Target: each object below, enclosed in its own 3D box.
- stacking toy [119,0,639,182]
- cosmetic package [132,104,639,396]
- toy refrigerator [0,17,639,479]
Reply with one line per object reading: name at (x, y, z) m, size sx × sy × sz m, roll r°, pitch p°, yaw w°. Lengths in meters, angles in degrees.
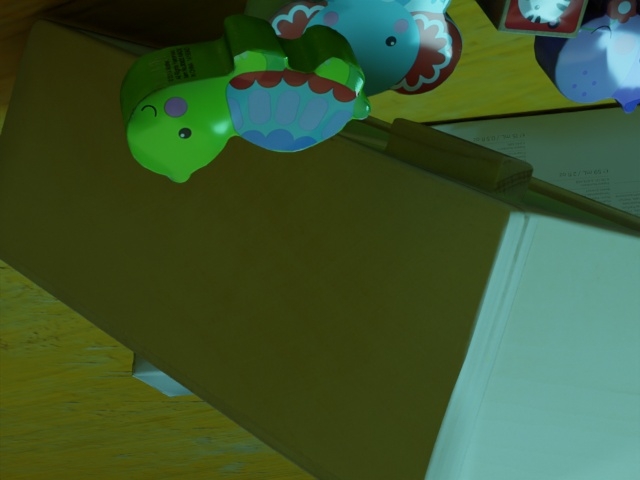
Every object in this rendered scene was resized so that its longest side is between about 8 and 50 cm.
stacking toy at (0.044, -0.055, 0.449) m, size 0.221 × 0.167 × 0.052 m, roll 4°, pitch 121°, yaw -18°
cosmetic package at (0.043, 0.007, 0.746) m, size 0.239 × 0.099 × 0.060 m, roll -4°, pitch 162°, yaw 11°
toy refrigerator at (0.000, 0.000, 0.549) m, size 0.102 × 0.094 × 0.269 m, roll 12°, pitch -171°, yaw -36°
